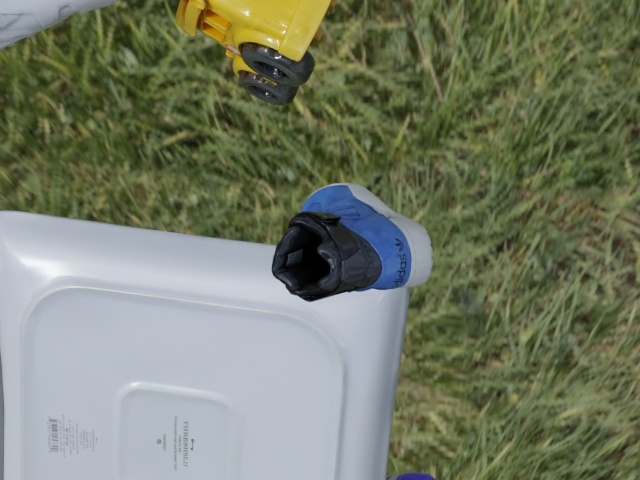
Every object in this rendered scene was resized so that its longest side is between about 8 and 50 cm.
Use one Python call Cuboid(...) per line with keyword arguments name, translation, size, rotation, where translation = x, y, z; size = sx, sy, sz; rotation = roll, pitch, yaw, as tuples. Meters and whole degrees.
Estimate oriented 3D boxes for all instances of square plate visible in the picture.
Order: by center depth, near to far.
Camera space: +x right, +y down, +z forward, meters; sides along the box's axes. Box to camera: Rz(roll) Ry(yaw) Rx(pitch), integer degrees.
Cuboid(name="square plate", translation=(-0.113, 0.161, 1.088), size=(0.344, 0.049, 0.347), rotation=(7, 111, 7))

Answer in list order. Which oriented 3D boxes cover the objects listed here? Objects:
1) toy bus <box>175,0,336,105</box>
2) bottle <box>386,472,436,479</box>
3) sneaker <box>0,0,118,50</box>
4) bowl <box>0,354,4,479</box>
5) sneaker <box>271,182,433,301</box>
Cuboid(name="toy bus", translation=(-0.091, -0.258, 1.415), size=(0.211, 0.220, 0.149), rotation=(22, 79, -6))
Cuboid(name="bottle", translation=(-0.016, 0.301, 1.317), size=(0.283, 0.118, 0.092), rotation=(-12, 110, 20))
Cuboid(name="sneaker", translation=(-0.327, -0.231, 1.271), size=(0.305, 0.152, 0.114), rotation=(-12, 52, -28))
Cuboid(name="bowl", translation=(-0.230, 0.048, 0.309), size=(0.163, 0.311, 0.311), rotation=(-4, 72, 21))
Cuboid(name="sneaker", translation=(0.000, -0.001, 0.860), size=(0.085, 0.152, 0.058), rotation=(-6, 108, -26))
